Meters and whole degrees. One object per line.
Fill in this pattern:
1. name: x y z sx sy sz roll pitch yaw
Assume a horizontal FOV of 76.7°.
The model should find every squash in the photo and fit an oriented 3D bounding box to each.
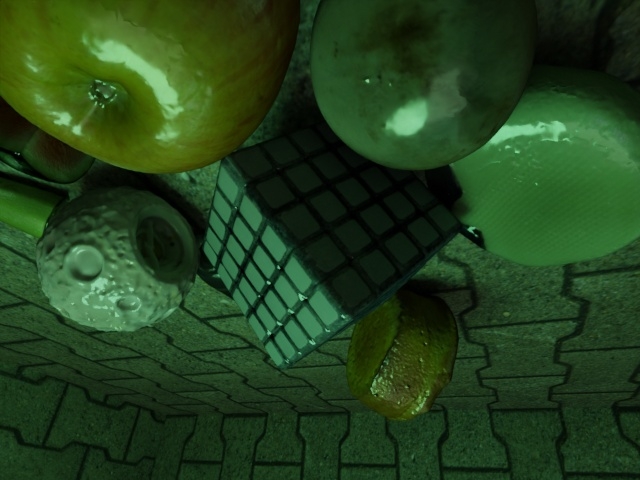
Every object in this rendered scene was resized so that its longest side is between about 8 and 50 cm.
1. squash: -0.593 -0.079 0.742 0.224 0.094 0.094 23 142 -13

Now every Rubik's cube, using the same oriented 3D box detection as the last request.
1. Rubik's cube: 0.000 0.000 0.567 0.237 0.238 0.237 -29 163 -33

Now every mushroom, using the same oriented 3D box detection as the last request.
1. mushroom: 0.098 -0.187 0.416 0.226 0.178 0.226 27 135 30

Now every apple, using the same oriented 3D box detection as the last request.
1. apple: -0.162 -0.198 0.372 0.286 0.233 0.286 4 147 3

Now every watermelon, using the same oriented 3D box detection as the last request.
1. watermelon: -0.434 -0.158 0.577 0.145 0.137 0.193 7 -172 -6

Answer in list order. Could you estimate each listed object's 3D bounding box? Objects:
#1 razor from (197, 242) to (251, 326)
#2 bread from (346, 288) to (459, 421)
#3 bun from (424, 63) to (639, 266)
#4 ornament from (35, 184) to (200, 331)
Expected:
1. razor: -0.123 0.104 0.912 0.204 0.113 0.349 -5 146 16
2. bread: 0.182 0.253 0.952 0.172 0.312 0.312 26 141 -13
3. bun: 0.283 -0.105 0.523 0.283 0.179 0.283 21 149 14
4. ornament: -0.355 0.035 0.722 0.225 0.259 0.259 -18 140 21
